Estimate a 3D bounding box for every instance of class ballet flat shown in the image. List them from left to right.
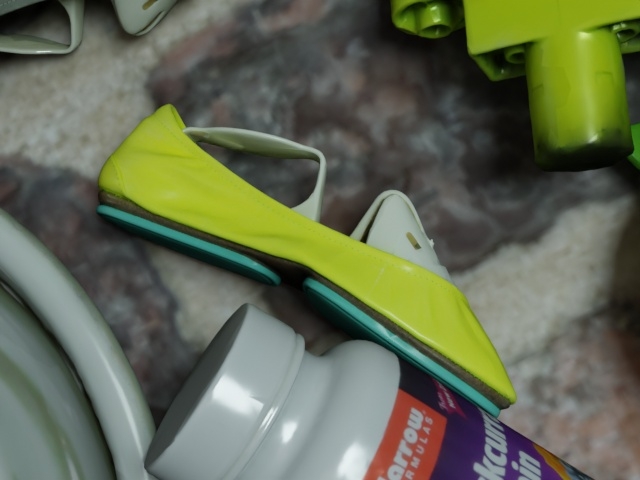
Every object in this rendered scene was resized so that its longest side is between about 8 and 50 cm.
[{"bbox_3d":[-0.118,-0.135,0.495,0.213,0.072,0.068,-7,114,10],"label":"ballet flat"},{"bbox_3d":[0.000,0.000,0.460,0.231,0.077,0.077,26,79,11],"label":"ballet flat"}]

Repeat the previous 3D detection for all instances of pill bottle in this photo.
[{"bbox_3d":[0.029,0.109,0.404,0.193,0.108,0.108,32,94,-9],"label":"pill bottle"}]

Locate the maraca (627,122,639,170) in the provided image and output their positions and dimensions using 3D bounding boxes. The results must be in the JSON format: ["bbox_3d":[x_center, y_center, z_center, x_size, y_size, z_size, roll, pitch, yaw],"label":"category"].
[{"bbox_3d":[0.201,-0.001,0.413,0.127,0.099,0.185,-10,60,2],"label":"maraca"}]

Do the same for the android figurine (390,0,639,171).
[{"bbox_3d":[0.142,-0.170,0.418,0.248,0.056,0.272,-10,75,24],"label":"android figurine"}]

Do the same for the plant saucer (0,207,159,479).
[{"bbox_3d":[-0.252,0.151,0.481,0.401,0.100,0.400,-1,87,10],"label":"plant saucer"}]
